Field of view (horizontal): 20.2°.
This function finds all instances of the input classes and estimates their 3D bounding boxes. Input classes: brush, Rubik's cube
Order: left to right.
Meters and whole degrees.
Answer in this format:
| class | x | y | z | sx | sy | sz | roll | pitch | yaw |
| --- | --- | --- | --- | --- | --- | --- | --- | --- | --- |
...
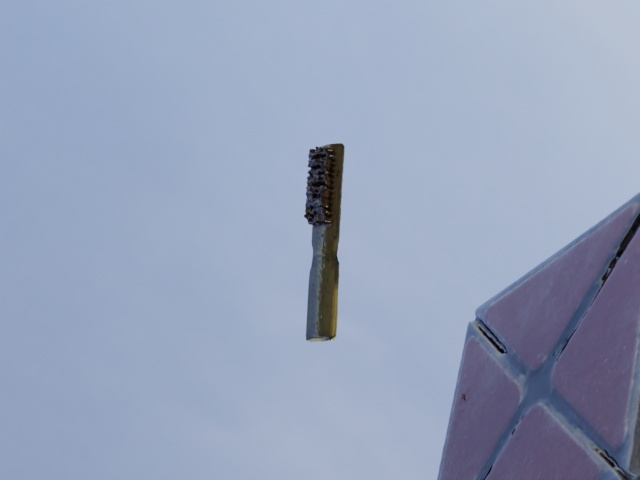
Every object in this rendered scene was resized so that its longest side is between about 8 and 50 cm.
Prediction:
| class | x | y | z | sx | sy | sz | roll | pitch | yaw |
| --- | --- | --- | --- | --- | --- | --- | --- | --- | --- |
| brush | 0.000 | 0.000 | 2.170 | 0.036 | 0.043 | 0.247 | 19 | -111 | -46 |
| Rubik's cube | 0.247 | 0.152 | 1.208 | 0.260 | 0.259 | 0.254 | 26 | -126 | -15 |
